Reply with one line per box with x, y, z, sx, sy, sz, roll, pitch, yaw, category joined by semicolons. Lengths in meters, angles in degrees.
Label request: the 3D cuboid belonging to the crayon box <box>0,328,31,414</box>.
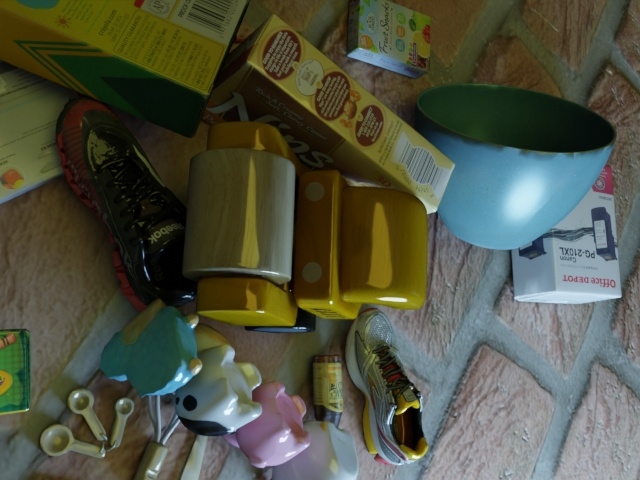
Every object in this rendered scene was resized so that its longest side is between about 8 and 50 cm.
-0.428;0.132;0.678;0.278;0.165;0.081;0;81;-32;crayon box

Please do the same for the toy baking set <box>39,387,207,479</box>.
-0.211;0.259;0.868;0.256;0.030;0.197;-7;84;-33;toy baking set

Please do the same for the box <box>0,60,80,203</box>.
-0.357;-0.154;0.852;0.145;0.038;0.186;-33;98;-32;box

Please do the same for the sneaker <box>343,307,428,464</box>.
0.103;0.204;1.037;0.088;0.092;0.225;-14;88;-33;sneaker

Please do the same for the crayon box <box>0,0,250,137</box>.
-0.260;-0.268;0.848;0.318;0.081;0.202;23;50;-11;crayon box

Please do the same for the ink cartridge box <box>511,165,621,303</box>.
0.420;-0.014;1.271;0.171;0.100;0.237;6;78;-30;ink cartridge box

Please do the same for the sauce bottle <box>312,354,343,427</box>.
0.011;0.221;1.008;0.042;0.042;0.128;1;81;-32;sauce bottle

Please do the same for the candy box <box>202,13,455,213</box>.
0.002;-0.139;0.986;0.316;0.183;0.088;36;64;-21;candy box

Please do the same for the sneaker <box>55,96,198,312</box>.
-0.208;-0.038;0.843;0.097;0.135;0.276;-31;107;-32;sneaker

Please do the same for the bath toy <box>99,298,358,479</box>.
-0.094;0.209;0.878;0.348;0.129;0.151;46;20;-33;bath toy

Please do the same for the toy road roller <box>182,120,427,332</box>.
0.000;0.000;0.873;0.240;0.329;0.203;-2;77;13;toy road roller

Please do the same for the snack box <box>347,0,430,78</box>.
0.111;-0.327;1.176;0.141;0.037;0.100;10;75;-30;snack box

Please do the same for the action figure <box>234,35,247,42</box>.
-0.072;-0.282;1.061;0.115;0.030;0.038;-11;82;-35;action figure

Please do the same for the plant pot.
0.274;-0.102;1.124;0.290;0.290;0.196;-14;125;-33;plant pot
